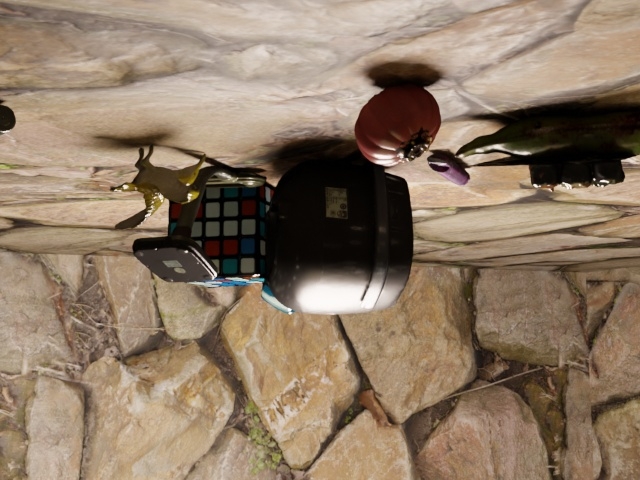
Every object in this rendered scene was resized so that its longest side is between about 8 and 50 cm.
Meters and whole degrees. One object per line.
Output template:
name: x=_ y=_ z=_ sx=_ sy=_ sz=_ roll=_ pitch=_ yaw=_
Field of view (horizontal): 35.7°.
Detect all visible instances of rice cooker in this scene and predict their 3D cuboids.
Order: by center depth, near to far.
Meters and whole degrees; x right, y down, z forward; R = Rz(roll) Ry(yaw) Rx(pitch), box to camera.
rice cooker: x=0.025 y=-0.005 z=1.637 sx=0.224 sy=0.267 sz=0.267 roll=5 pitch=172 yaw=-10

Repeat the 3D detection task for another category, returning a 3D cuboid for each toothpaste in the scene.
toothpaste: x=-0.472 y=-0.145 z=1.328 sx=0.062 sy=0.039 sz=0.239 roll=-4 pitch=179 yaw=-40

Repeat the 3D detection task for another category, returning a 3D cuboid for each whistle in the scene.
whistle: x=0.213 y=-0.116 z=1.636 sx=0.033 sy=0.033 sz=0.176 roll=-3 pitch=173 yaw=21

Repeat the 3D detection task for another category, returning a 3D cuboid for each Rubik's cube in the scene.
Rubik's cube: x=-0.172 y=-0.011 z=1.867 sx=0.184 sy=0.187 sz=0.182 roll=-5 pitch=172 yaw=16

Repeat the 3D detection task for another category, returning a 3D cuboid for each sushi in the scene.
sushi: x=0.354 y=-0.097 z=1.403 sx=0.219 sy=0.047 sz=0.231 roll=2 pitch=-169 yaw=39

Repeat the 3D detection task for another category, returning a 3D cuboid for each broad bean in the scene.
broad bean: x=0.346 y=-0.139 z=1.313 sx=0.339 sy=0.061 sz=0.077 roll=-2 pitch=-175 yaw=16

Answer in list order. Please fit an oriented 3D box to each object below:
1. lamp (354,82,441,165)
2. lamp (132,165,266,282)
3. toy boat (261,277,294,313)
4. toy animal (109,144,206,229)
lamp: x=0.092 y=-0.137 z=1.179 sx=0.107 sy=0.092 sz=0.107 roll=-26 pitch=151 yaw=-16
lamp: x=-0.233 y=-0.048 z=1.641 sx=0.203 sy=0.283 sz=0.124 roll=-6 pitch=129 yaw=25
toy boat: x=0.000 y=0.000 z=1.810 sx=0.096 sy=0.299 sz=0.062 roll=27 pitch=153 yaw=21
toy animal: x=-0.239 y=-0.102 z=1.513 sx=0.095 sy=0.155 sz=0.219 roll=45 pitch=151 yaw=-22
